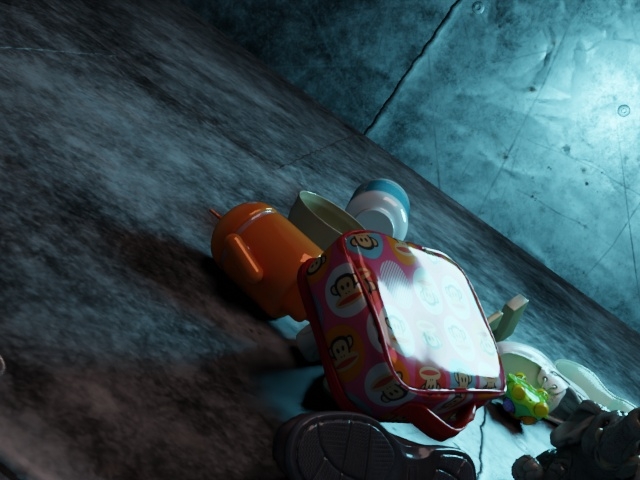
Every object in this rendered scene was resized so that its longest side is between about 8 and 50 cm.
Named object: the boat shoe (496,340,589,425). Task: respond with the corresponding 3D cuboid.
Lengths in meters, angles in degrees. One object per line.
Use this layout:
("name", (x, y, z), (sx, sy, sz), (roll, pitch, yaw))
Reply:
("boat shoe", (0.433, 0.288, 1.522), (0.277, 0.098, 0.096), (31, 15, -18))

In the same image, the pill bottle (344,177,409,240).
("pill bottle", (0.127, -0.051, 1.791), (0.146, 0.146, 0.264), (35, 15, -1))

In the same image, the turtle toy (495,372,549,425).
("turtle toy", (0.354, 0.284, 1.431), (0.130, 0.066, 0.095), (37, 16, 8))

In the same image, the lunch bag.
("lunch bag", (0.119, 0.130, 1.004), (0.293, 0.120, 0.258), (16, 46, -48))

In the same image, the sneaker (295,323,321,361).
("sneaker", (0.071, 0.117, 1.193), (0.292, 0.118, 0.110), (-4, 60, -55))

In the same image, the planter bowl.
("planter bowl", (0.000, 0.000, 1.451), (0.162, 0.109, 0.162), (32, 16, -10))

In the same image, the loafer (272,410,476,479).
("loafer", (0.052, 0.255, 0.885), (0.303, 0.109, 0.095), (25, -18, -39))

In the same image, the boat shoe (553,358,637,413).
("boat shoe", (0.602, 0.354, 1.742), (0.081, 0.068, 0.228), (-32, 56, -30))

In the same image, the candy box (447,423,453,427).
("candy box", (0.202, 0.212, 1.320), (0.159, 0.071, 0.233), (37, 15, 10))

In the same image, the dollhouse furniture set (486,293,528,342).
("dollhouse furniture set", (0.323, 0.145, 1.630), (0.151, 0.144, 0.123), (-28, 57, -31))

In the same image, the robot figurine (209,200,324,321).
("robot figurine", (-0.076, 0.027, 1.181), (0.219, 0.128, 0.158), (41, 49, 21))

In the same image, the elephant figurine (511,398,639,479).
("elephant figurine", (0.411, 0.312, 1.148), (0.169, 0.239, 0.186), (29, 17, -21))

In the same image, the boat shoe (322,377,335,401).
("boat shoe", (0.065, 0.183, 1.121), (0.068, 0.072, 0.190), (40, 17, 17))
